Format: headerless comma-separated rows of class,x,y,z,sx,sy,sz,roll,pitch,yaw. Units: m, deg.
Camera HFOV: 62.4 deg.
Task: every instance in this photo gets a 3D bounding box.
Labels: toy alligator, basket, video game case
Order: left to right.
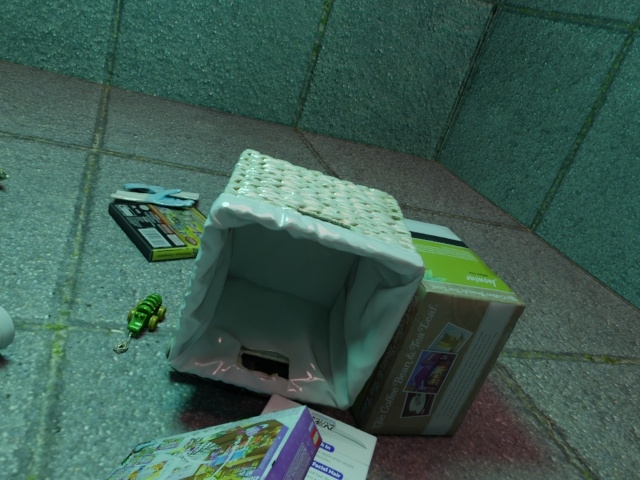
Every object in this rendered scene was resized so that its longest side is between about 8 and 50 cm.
toy alligator,-0.356,0.152,1.057,0.056,0.051,0.189,19,23,1
video game case,-0.409,-0.033,1.454,0.248,0.035,0.275,-5,32,-43
basket,-0.047,0.058,0.906,0.328,0.331,0.266,17,30,-11

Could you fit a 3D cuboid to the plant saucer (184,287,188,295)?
plant saucer,-0.271,0.132,1.211,0.083,0.015,0.083,16,24,-7

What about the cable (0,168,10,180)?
cable,-0.947,-0.185,1.400,0.287,0.072,0.139,21,37,38

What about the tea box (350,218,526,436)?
tea box,0.178,0.163,1.082,0.220,0.329,0.323,10,26,-21

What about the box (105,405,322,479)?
box,-0.161,0.304,0.628,0.293,0.057,0.201,-20,10,24

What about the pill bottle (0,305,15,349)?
pill bottle,-0.569,0.163,0.799,0.108,0.108,0.180,25,24,14

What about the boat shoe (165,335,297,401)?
boat shoe,-0.141,0.236,0.974,0.285,0.103,0.092,17,17,-18

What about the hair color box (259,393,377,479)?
hair color box,-0.052,0.375,0.719,0.185,0.110,0.339,21,25,10

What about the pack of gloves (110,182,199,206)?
pack of gloves,-0.487,-0.153,1.594,0.232,0.046,0.195,8,17,-10
